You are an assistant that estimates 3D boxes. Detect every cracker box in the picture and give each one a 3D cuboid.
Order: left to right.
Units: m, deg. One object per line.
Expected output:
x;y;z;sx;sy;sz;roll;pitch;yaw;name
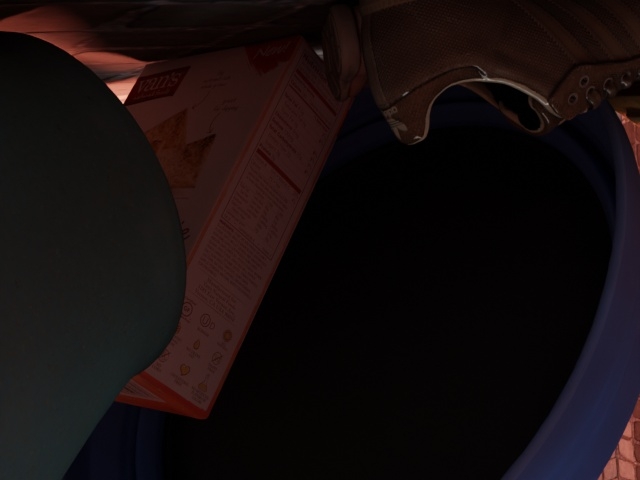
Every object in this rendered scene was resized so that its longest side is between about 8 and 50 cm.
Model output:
-0.093;-0.014;0.590;0.156;0.232;0.067;0;146;42;cracker box

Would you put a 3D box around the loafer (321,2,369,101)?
0.023;-0.101;0.499;0.039;0.045;0.125;-12;-177;-2;loafer

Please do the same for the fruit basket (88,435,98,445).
-0.269;0.016;0.725;0.392;0.391;0.283;-7;-173;-21;fruit basket

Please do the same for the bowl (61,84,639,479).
0.008;0.045;0.557;0.391;0.391;0.077;1;148;45;bowl

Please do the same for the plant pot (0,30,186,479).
-0.200;0.029;0.368;0.272;0.271;0.255;0;-158;36;plant pot

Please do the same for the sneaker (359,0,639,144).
0.105;-0.082;0.408;0.189;0.071;0.066;-6;-174;-17;sneaker

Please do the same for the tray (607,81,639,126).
0.361;0.005;0.483;0.411;0.076;0.203;29;-178;-17;tray

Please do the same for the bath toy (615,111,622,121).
0.201;-0.108;0.985;0.349;0.151;0.129;-1;166;14;bath toy
